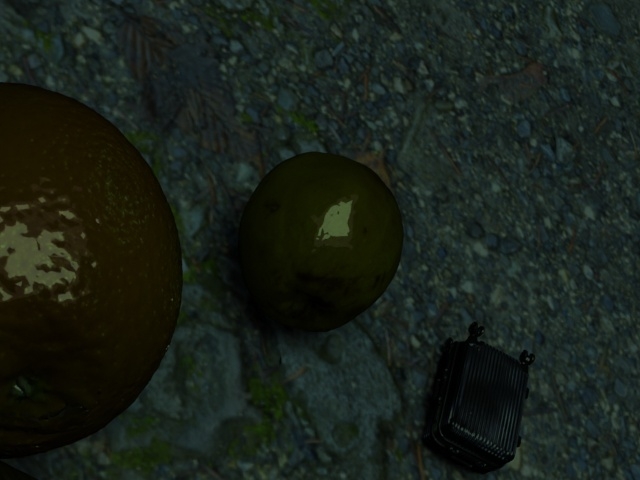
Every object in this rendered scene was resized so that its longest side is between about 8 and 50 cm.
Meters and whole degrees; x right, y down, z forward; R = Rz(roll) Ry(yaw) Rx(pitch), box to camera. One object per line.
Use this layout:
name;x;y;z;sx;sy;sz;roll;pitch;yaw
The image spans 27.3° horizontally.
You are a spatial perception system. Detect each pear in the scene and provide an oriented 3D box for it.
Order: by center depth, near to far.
pear;0.000;0.000;1.185;0.149;0.149;0.162;28;57;-18

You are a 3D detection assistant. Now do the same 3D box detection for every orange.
orange;-0.226;0.024;0.938;0.274;0.274;0.274;16;57;-26

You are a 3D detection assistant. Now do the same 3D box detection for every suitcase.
suitcase;0.150;0.153;1.256;0.086;0.059;0.126;28;53;-16

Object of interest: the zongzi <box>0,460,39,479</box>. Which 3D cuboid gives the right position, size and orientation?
zongzi;-0.242;0.388;0.844;0.500;0.218;0.467;35;79;-31
